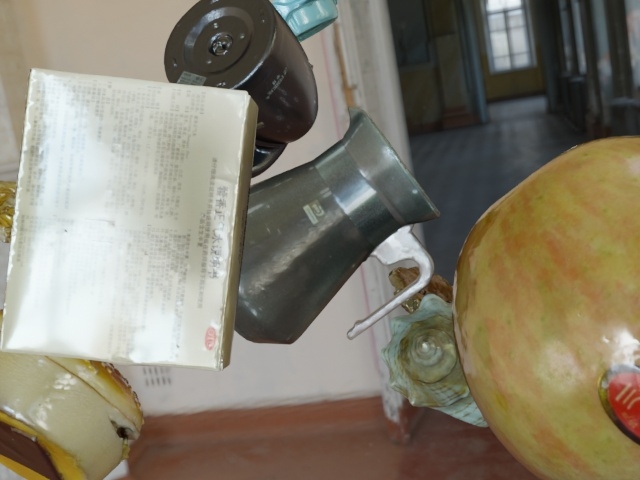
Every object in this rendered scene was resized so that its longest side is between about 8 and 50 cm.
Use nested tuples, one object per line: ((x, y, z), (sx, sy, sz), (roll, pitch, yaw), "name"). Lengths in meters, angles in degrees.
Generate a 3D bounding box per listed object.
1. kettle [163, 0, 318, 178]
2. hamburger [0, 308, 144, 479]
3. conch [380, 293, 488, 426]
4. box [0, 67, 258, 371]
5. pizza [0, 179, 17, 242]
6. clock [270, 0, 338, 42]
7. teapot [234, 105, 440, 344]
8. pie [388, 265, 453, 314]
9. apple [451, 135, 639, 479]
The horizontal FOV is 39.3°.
((-0.123, -0.242, 1.538), (0.207, 0.268, 0.290), (27, -8, 31), "kettle")
((-0.390, 0.221, 1.260), (0.300, 0.300, 0.176), (-1, 44, 42), "hamburger")
((0.212, 0.177, 1.298), (0.169, 0.203, 0.386), (-39, -27, 22), "conch")
((-0.142, -0.014, 0.691), (0.168, 0.212, 0.095), (6, -2, -2), "box")
((-0.514, -0.049, 1.508), (0.182, 0.062, 0.161), (14, 36, -14), "pizza")
((-0.064, -0.485, 1.980), (0.223, 0.094, 0.274), (-34, 10, -39), "clock")
((0.000, 0.000, 1.356), (0.344, 0.300, 0.253), (-36, 2, 9), "teapot")
((0.206, 0.109, 1.669), (0.195, 0.046, 0.195), (24, 20, -9), "pie")
((0.327, 0.080, 0.935), (0.391, 0.346, 0.391), (-21, -21, -9), "apple")
